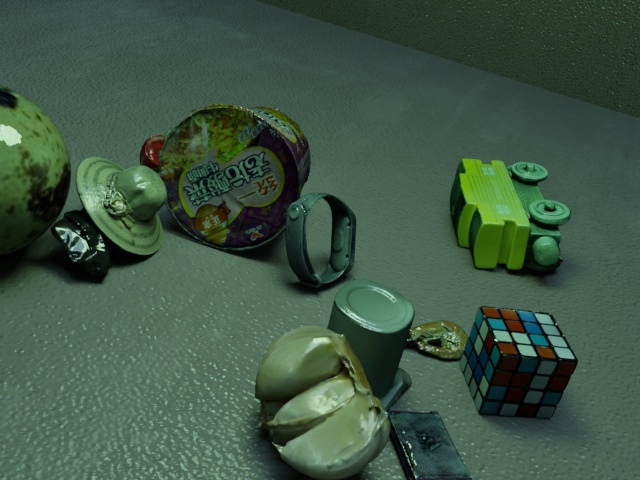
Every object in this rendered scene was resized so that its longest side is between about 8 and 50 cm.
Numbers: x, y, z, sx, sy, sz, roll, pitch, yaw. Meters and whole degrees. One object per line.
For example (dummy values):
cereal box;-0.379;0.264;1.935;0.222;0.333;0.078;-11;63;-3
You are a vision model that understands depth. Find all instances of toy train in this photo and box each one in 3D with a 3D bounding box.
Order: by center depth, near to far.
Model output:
toy train;0.476;-0.075;2.126;0.272;0.179;0.442;3;31;-1

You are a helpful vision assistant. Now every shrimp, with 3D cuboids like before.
shrimp;0.227;0.208;1.684;0.180;0.041;0.099;0;47;-23

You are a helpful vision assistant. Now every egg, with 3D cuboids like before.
egg;-0.685;-0.146;1.622;0.345;0.345;0.428;-12;27;-36

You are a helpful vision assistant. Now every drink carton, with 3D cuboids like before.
drink carton;0.082;0.195;1.501;0.185;0.189;0.191;32;35;20

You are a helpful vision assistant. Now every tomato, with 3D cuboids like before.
tomato;-0.387;-0.179;2.052;0.159;0.091;0.139;36;37;-14

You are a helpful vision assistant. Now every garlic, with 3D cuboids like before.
garlic;-0.009;0.275;1.352;0.203;0.184;0.281;-29;61;-3

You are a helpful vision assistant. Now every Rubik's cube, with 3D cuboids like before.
Rubik's cube;0.375;0.233;1.576;0.155;0.151;0.154;6;32;-10

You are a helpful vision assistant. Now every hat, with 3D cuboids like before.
hat;-0.391;-0.099;1.755;0.252;0.110;0.252;45;25;-28

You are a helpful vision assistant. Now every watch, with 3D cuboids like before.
watch;0.000;0.000;1.790;0.068;0.206;0.193;7;2;42

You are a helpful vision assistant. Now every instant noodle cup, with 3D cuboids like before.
instant noodle cup;-0.173;-0.174;1.909;0.340;0.339;0.266;17;23;8

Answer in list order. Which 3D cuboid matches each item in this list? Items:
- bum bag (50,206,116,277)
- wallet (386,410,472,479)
bum bag;-0.474;-0.041;1.769;0.144;0.095;0.340;37;28;-13
wallet;0.182;0.357;1.413;0.111;0.030;0.166;6;32;-20
